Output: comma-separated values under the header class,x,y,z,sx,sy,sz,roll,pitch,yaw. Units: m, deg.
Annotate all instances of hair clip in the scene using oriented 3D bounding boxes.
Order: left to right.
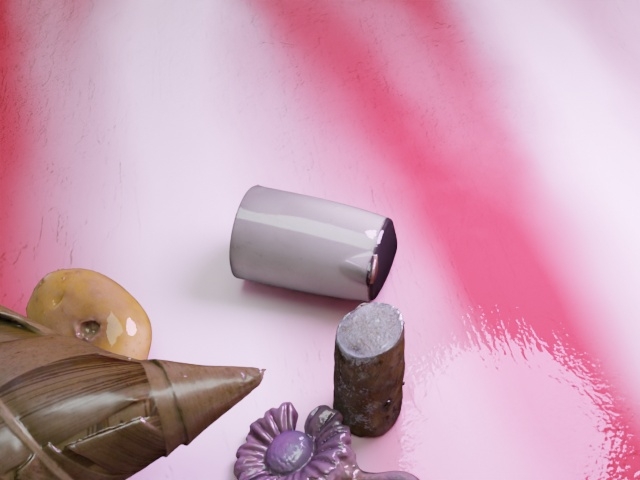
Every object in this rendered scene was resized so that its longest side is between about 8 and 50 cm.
class,x,y,z,sx,sy,sz,roll,pitch,yaw
hair clip,0.021,0.317,1.197,0.300,0.069,0.173,13,46,17

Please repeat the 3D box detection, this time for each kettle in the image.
class,x,y,z,sx,sy,sz,roll,pitch,yaw
kettle,0.000,0.000,1.480,0.255,0.165,0.240,10,17,13

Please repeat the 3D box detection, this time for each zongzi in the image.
class,x,y,z,sx,sy,sz,roll,pitch,yaw
zongzi,-0.367,0.158,1.247,0.467,0.218,0.500,-27,49,-10

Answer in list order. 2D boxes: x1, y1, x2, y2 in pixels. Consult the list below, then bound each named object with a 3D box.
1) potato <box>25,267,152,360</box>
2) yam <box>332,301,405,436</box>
class,x,y,z,sx,sy,sz,roll,pitch,yaw
potato,-0.358,0.134,1.367,0.234,0.150,0.146,38,20,23
yam,0.070,0.183,1.246,0.107,0.194,0.107,-1,41,0
